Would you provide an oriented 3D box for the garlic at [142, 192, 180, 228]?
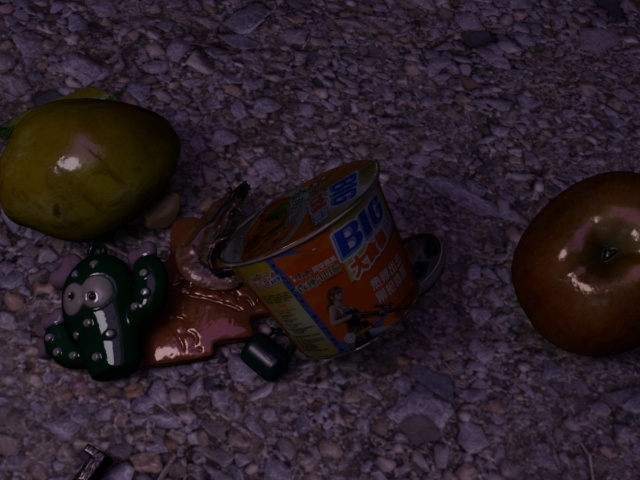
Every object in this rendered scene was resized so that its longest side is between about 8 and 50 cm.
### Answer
[{"bbox_3d":[-0.294,-0.049,1.336,0.041,0.053,0.083,38,61,20],"label":"garlic"}]

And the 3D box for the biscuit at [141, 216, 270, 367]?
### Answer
[{"bbox_3d":[-0.202,0.099,1.264,0.284,0.043,0.306,31,67,16],"label":"biscuit"}]

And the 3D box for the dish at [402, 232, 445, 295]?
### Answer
[{"bbox_3d":[0.173,0.064,1.263,0.141,0.078,0.141,-33,30,22],"label":"dish"}]

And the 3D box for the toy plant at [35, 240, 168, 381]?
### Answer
[{"bbox_3d":[-0.369,0.113,1.216,0.233,0.112,0.243,4,75,19],"label":"toy plant"}]

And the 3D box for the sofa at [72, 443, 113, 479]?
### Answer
[{"bbox_3d":[-0.376,0.378,1.113,0.039,0.060,0.118,28,66,10],"label":"sofa"}]

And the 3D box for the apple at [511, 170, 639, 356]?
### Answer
[{"bbox_3d":[0.468,0.030,1.179,0.278,0.250,0.309,18,67,9],"label":"apple"}]

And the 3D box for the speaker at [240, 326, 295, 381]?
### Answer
[{"bbox_3d":[-0.083,0.190,1.218,0.075,0.060,0.094,37,34,18],"label":"speaker"}]

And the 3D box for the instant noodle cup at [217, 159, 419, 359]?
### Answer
[{"bbox_3d":[0.015,0.036,1.146,0.296,0.296,0.214,-36,108,-17],"label":"instant noodle cup"}]

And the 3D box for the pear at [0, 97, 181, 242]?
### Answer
[{"bbox_3d":[-0.407,-0.130,1.270,0.321,0.269,0.269,-25,64,-26],"label":"pear"}]

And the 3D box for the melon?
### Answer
[{"bbox_3d":[-0.538,-0.260,1.452,0.262,0.053,0.114,-18,56,-9],"label":"melon"}]

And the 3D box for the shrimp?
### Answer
[{"bbox_3d":[-0.156,-0.009,1.272,0.152,0.046,0.219,23,65,15],"label":"shrimp"}]
